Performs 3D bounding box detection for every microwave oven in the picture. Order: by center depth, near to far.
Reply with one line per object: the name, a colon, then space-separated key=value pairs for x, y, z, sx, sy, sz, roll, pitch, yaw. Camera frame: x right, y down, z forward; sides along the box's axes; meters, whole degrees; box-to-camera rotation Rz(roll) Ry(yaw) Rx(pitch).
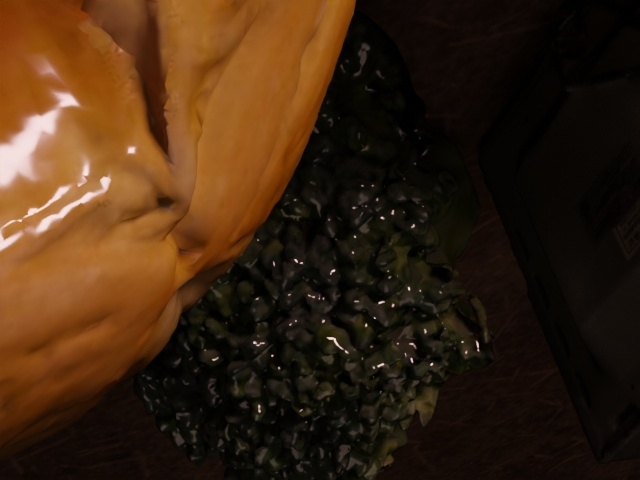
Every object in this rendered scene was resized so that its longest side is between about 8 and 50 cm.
microwave oven: x=0.333 y=-0.084 z=1.114 sx=0.374 sy=0.236 sz=0.432 roll=-4 pitch=148 yaw=-29

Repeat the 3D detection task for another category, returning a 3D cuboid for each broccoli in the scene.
broccoli: x=0.000 y=0.000 z=1.140 sx=0.288 sy=0.248 sz=0.245 roll=-49 pitch=178 yaw=27

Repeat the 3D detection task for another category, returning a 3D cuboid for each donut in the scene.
donut: x=-0.140 y=-0.114 z=0.542 sx=0.449 sy=0.198 sz=0.449 roll=-34 pitch=138 yaw=-38
